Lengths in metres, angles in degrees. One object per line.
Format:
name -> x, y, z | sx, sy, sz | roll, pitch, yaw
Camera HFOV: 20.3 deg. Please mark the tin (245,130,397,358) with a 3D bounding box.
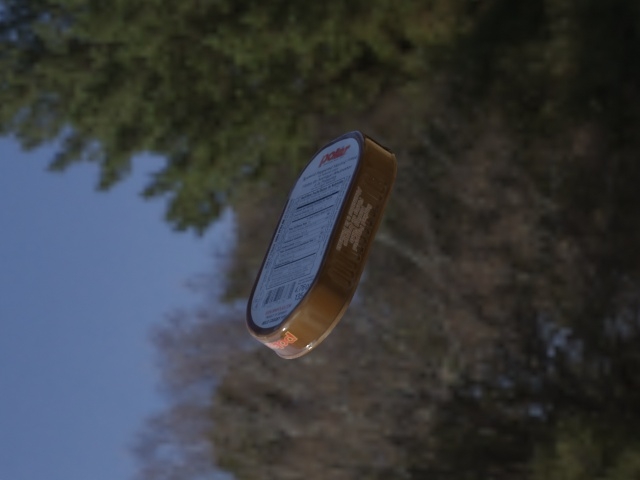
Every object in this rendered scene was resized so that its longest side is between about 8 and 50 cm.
tin -> 0.000, 0.000, 1.363 | 0.040, 0.106, 0.189 | 36, -121, -28
